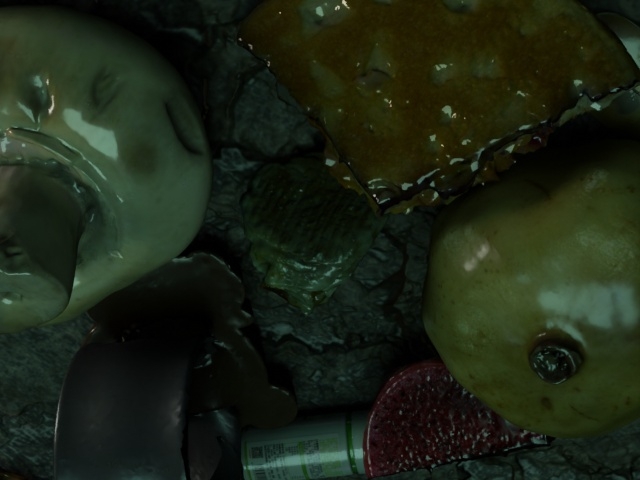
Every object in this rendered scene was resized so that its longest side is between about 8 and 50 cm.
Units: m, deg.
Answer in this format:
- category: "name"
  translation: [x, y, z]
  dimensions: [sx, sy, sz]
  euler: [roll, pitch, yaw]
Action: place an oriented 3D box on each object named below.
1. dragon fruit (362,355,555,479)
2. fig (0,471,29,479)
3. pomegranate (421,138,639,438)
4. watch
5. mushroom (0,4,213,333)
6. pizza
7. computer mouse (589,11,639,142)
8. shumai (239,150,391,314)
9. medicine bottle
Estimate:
- category: "dragon fruit"
  translation: [0.179, 0.210, 1.273]
  dimensions: [0.261, 0.163, 0.189]
  euler: [-14, 120, 26]
- category: "fig"
  translation: [-0.484, 0.430, 1.443]
  dimensions: [0.205, 0.205, 0.205]
  euler: [1, 124, 2]
- category: "pomegranate"
  translation: [0.271, 0.053, 1.073]
  dimensions: [0.332, 0.332, 0.333]
  euler: [1, 124, 2]
- category: "watch"
  translation: [-0.199, 0.216, 1.191]
  dimensions: [0.314, 0.327, 0.335]
  euler: [-5, 123, 5]
- category: "mushroom"
  translation: [-0.285, -0.047, 1.051]
  dimensions: [0.353, 0.353, 0.325]
  euler: [4, 155, -1]
- category: "pizza"
  translation: [0.108, -0.159, 1.004]
  dimensions: [0.408, 0.114, 0.278]
  euler: [4, 90, 14]
- category: "computer mouse"
  translation: [0.343, -0.162, 1.083]
  dimensions: [0.199, 0.045, 0.102]
  euler: [34, 116, -20]
- category: "shumai"
  translation: [0.006, -0.002, 1.158]
  dimensions: [0.184, 0.184, 0.142]
  euler: [-7, 147, 7]
- category: "medicine bottle"
  translation: [-0.014, 0.282, 1.373]
  dimensions: [0.183, 0.086, 0.086]
  euler: [-7, 124, 7]
